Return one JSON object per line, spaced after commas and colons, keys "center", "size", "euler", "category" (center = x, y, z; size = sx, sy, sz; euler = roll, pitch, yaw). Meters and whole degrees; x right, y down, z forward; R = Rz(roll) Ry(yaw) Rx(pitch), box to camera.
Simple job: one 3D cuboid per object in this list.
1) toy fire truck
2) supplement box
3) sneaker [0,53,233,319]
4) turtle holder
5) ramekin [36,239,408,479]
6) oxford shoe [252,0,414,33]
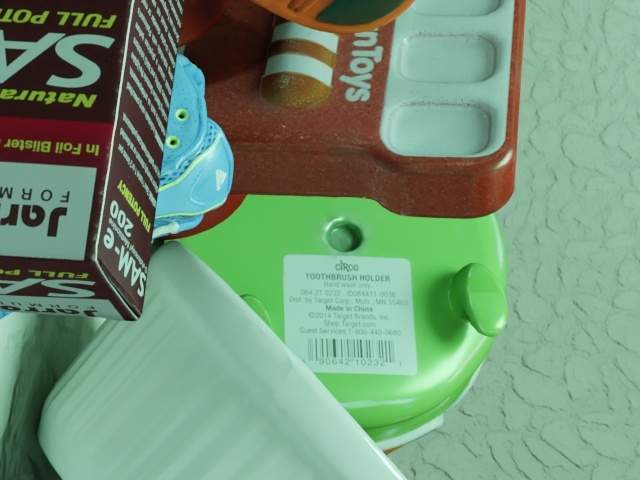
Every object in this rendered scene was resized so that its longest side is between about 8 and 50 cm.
{"center": [-0.006, -0.132, 0.944], "size": [0.169, 0.254, 0.302], "euler": [86, 11, -45], "category": "toy fire truck"}
{"center": [-0.117, -0.098, 0.600], "size": [0.073, 0.130, 0.239], "euler": [70, 23, -71], "category": "supplement box"}
{"center": [-0.107, -0.025, 0.716], "size": [0.240, 0.126, 0.091], "euler": [-78, 168, -51], "category": "sneaker"}
{"center": [-0.013, 0.012, 1.214], "size": [0.320, 0.243, 0.227], "euler": [56, -23, 21], "category": "turtle holder"}
{"center": [-0.035, 0.138, 0.911], "size": [0.127, 0.273, 0.273], "euler": [-42, 164, -5], "category": "ramekin"}
{"center": [-0.067, -0.185, 0.773], "size": [0.271, 0.097, 0.098], "euler": [26, 32, -40], "category": "oxford shoe"}
